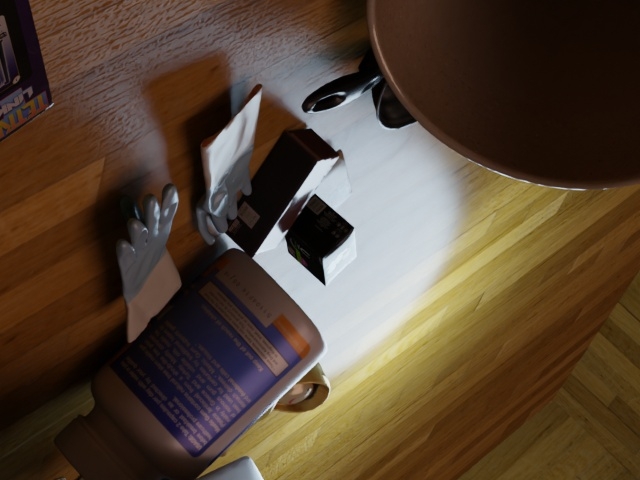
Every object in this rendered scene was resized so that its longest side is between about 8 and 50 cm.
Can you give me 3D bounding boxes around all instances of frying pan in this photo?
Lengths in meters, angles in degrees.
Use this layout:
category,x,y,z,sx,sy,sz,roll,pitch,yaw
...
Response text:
category,x,y,z,sx,sy,sz,roll,pitch,yaw
frying pan,0.075,-0.163,1.562,0.326,0.053,0.197,-34,158,-28

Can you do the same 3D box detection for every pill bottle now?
category,x,y,z,sx,sy,sz,roll,pitch,yaw
pill bottle,-0.137,0.149,1.601,0.272,0.152,0.152,-43,162,-8

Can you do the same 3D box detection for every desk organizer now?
category,x,y,z,sx,sy,sz,roll,pitch,yaw
desk organizer,-0.040,-0.048,1.563,0.130,0.047,0.050,-55,162,26

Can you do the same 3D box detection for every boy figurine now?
category,x,y,z,sx,sy,sz,roll,pitch,yaw
boy figurine,-0.105,0.212,1.909,0.285,0.092,0.177,-22,148,-45

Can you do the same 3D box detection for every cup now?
category,x,y,z,sx,sy,sz,roll,pitch,yaw
cup,0.233,-0.246,1.393,0.331,0.331,0.237,111,3,-51

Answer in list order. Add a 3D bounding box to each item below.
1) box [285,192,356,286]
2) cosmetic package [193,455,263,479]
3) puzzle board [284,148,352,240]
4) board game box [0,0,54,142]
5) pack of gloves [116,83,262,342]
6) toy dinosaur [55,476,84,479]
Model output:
category,x,y,z,sx,sy,sz,roll,pitch,yaw
box,0.000,0.000,1.688,0.052,0.062,0.083,-44,161,-14
cosmetic package,-0.198,0.356,1.440,0.230,0.161,0.453,-33,172,18
puzzle board,-0.008,-0.044,1.699,0.096,0.011,0.128,-44,162,-9
board game box,-0.246,-0.090,0.923,0.170,0.048,0.141,-38,156,-23
pack of gloves,-0.133,-0.030,1.436,0.195,0.046,0.232,-51,168,-23
toy dinosaur,-0.311,0.310,1.750,0.183,0.053,0.093,-26,139,-63
